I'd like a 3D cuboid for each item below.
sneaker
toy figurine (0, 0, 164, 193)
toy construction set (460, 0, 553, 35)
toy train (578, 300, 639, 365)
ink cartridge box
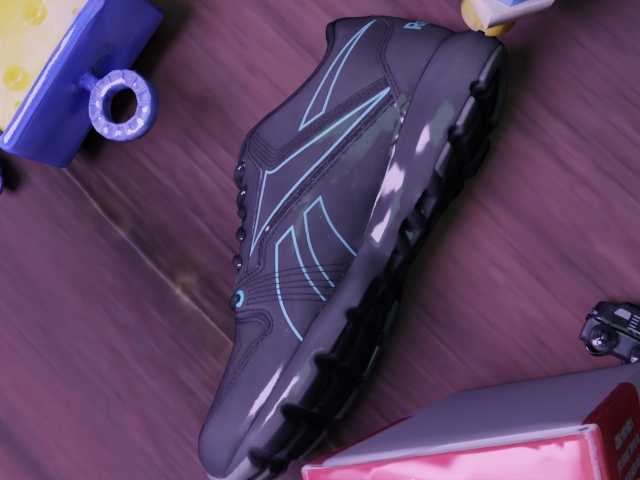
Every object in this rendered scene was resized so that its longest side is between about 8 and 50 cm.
[{"bbox_3d":[0.000,0.000,0.484,0.106,0.101,0.267,26,81,19],"label":"sneaker"},{"bbox_3d":[-0.195,-0.098,0.472,0.217,0.191,0.362,34,92,5],"label":"toy figurine"},{"bbox_3d":[0.049,-0.280,0.447,0.215,0.151,0.328,-44,95,-17],"label":"toy construction set"},{"bbox_3d":[0.211,0.073,0.470,0.158,0.027,0.036,27,79,10],"label":"toy train"},{"bbox_3d":[0.106,0.202,0.380,0.114,0.197,0.273,-15,83,25],"label":"ink cartridge box"}]
